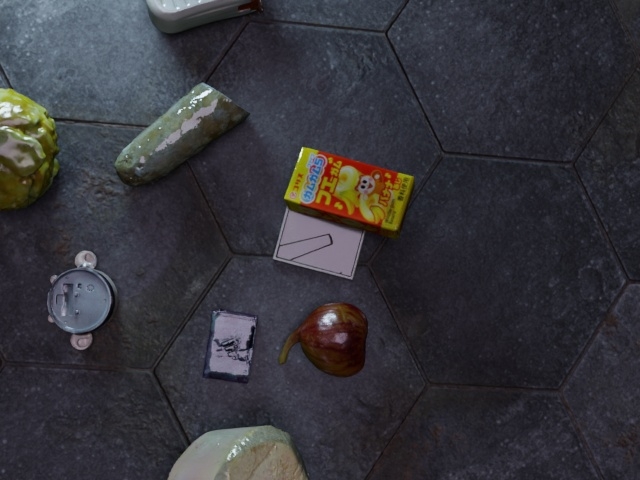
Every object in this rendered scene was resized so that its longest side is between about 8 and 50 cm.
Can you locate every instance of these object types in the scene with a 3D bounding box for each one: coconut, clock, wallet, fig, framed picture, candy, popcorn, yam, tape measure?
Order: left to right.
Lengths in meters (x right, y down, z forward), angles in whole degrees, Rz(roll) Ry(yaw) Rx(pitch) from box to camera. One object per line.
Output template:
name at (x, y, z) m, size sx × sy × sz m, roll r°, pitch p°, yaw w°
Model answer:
popcorn at (-0.702, -0.202, 1.660) m, size 0.277 × 0.225 × 0.276 m, roll 1°, pitch 85°, yaw -9°
clock at (-0.548, 0.137, 1.748) m, size 0.156 × 0.063 × 0.229 m, roll 4°, pitch 86°, yaw -7°
yam at (-0.330, -0.243, 1.759) m, size 0.330 × 0.133 × 0.133 m, roll -37°, pitch 92°, yaw -3°
tape measure at (-0.292, -0.613, 1.772) m, size 0.258 × 0.130 × 0.265 m, roll -19°, pitch 85°, yaw -9°
wallet at (-0.212, 0.250, 1.799) m, size 0.111 × 0.030 × 0.165 m, roll 9°, pitch 86°, yaw -1°
coconut at (-0.180, 0.555, 1.661) m, size 0.298 × 0.310 × 0.297 m, roll 11°, pitch 71°, yaw -33°
framed picture at (0.000, 0.000, 1.838) m, size 0.203 × 0.015 × 0.150 m, roll 15°, pitch 87°, yaw -6°
fig at (0.007, 0.225, 1.768) m, size 0.207 × 0.175 × 0.175 m, roll 9°, pitch 87°, yaw 13°
candy at (0.069, -0.110, 1.771) m, size 0.276 × 0.088 × 0.146 m, roll 18°, pitch 79°, yaw 11°
